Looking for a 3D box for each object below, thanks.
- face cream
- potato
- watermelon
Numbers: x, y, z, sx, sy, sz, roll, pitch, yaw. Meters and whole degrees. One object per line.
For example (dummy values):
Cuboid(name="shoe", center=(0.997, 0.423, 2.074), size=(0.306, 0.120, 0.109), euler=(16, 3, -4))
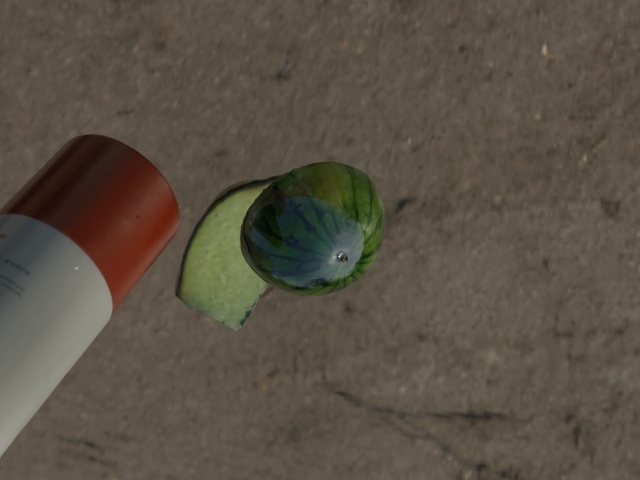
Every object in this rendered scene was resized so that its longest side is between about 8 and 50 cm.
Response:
Cuboid(name="face cream", center=(-0.176, 0.035, 0.768), size=(0.096, 0.214, 0.095), euler=(19, 138, 18))
Cuboid(name="potato", center=(-0.060, -0.017, 1.087), size=(0.081, 0.120, 0.149), euler=(31, 106, -9))
Cuboid(name="watermelon", center=(0.000, 0.000, 0.882), size=(0.106, 0.062, 0.105), euler=(-13, 131, -15))
